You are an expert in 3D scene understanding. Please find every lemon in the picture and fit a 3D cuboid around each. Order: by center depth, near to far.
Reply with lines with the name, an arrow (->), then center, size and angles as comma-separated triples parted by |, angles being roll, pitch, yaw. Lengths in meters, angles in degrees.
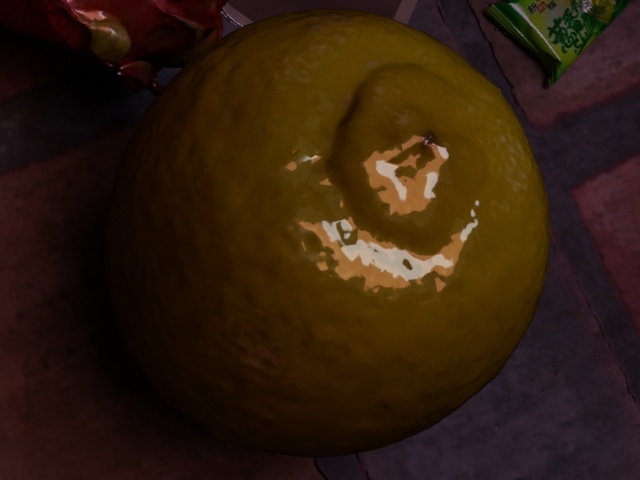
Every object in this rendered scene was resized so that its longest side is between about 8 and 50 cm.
lemon -> 0.000, 0.000, 1.295 | 0.348, 0.348, 0.348 | 9, 71, -27

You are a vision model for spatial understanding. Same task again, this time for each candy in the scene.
candy -> 0.241, -0.233, 1.689 | 0.102, 0.032, 0.178 | 50, 58, -7

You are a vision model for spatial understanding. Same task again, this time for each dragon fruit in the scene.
dragon fruit -> -0.147, -0.250, 1.379 | 0.227, 0.243, 0.307 | 39, 18, 11

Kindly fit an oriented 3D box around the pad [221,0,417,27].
pad -> 0.019, -0.264, 1.588 | 0.176, 0.002, 0.266 | 33, 61, -17
